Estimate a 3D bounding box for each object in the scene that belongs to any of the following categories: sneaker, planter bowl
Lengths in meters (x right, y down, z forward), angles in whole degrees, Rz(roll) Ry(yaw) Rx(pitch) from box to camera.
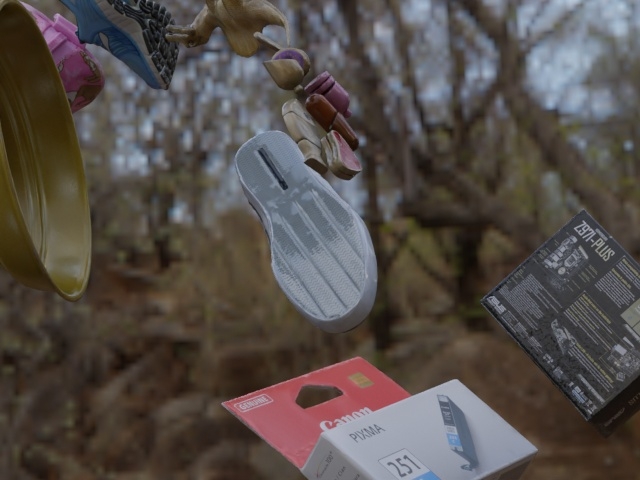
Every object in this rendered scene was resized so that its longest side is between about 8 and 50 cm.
[{"bbox_3d":[0.000,0.000,1.759,0.094,0.258,0.091,-31,-47,7],"label":"sneaker"},{"bbox_3d":[-0.190,-0.201,1.802,0.073,0.063,0.162,-8,-41,29],"label":"sneaker"},{"bbox_3d":[-0.234,-0.055,1.348,0.090,0.217,0.217,-12,-18,6],"label":"planter bowl"}]

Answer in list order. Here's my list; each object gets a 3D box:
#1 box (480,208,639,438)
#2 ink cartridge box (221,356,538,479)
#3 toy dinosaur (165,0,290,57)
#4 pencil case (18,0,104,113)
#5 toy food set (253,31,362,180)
[{"bbox_3d":[0.280,0.085,1.973,0.147,0.180,0.077,-43,-29,2],"label":"box"},{"bbox_3d":[0.073,0.215,2.216,0.296,0.261,0.066,-14,-42,-55],"label":"ink cartridge box"},{"bbox_3d":[-0.060,-0.188,1.502,0.053,0.092,0.183,-17,12,-32],"label":"toy dinosaur"},{"bbox_3d":[-0.378,-0.072,1.936,0.167,0.386,0.160,16,-34,30],"label":"pencil case"},{"bbox_3d":[0.000,-0.085,1.222,0.019,0.122,0.078,-38,-37,20],"label":"toy food set"}]
